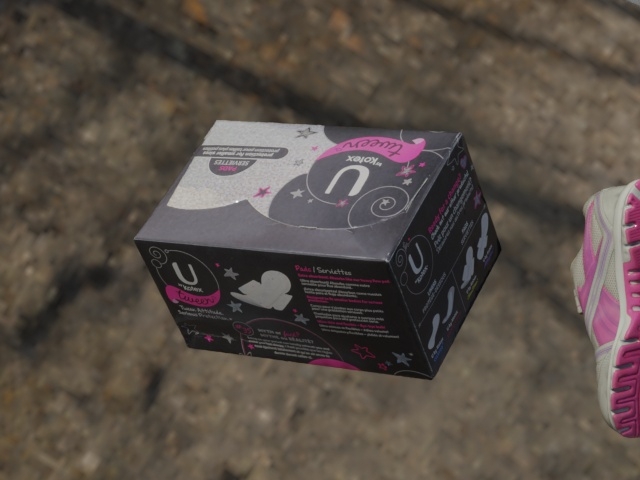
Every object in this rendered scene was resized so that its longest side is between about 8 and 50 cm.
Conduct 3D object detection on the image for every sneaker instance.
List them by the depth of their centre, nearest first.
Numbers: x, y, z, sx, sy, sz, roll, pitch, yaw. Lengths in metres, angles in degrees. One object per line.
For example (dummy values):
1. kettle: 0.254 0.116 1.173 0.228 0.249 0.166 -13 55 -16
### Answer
1. sneaker: 0.297 0.060 1.882 0.103 0.252 0.111 1 5 -25

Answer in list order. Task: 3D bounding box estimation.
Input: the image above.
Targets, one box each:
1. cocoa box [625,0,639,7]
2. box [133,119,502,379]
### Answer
1. cocoa box: 0.231 -0.409 1.862 0.347 0.228 0.231 22 33 -7
2. box: 0.000 0.000 1.662 0.247 0.142 0.163 6 47 30
